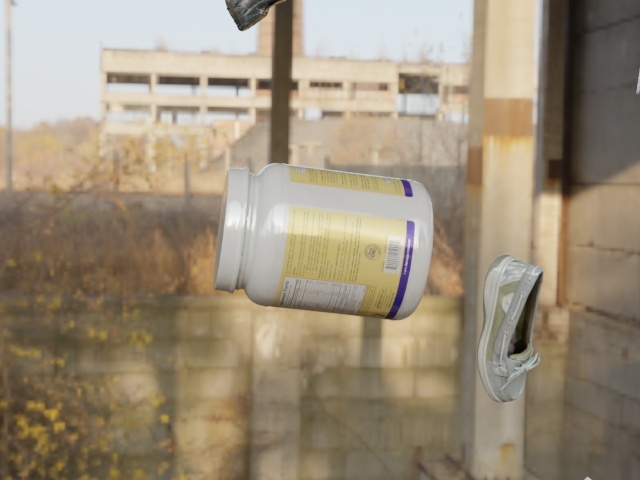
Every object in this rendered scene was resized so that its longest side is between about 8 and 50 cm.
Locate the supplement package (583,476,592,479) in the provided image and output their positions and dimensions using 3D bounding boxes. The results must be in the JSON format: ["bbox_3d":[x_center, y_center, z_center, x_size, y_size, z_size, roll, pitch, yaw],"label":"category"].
[{"bbox_3d":[0.429,0.537,1.701,0.149,0.194,0.203,39,-22,24],"label":"supplement package"}]

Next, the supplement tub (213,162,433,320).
[{"bbox_3d":[0.000,0.000,1.694,0.331,0.241,0.241,7,2,-8],"label":"supplement tub"}]

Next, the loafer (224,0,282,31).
[{"bbox_3d":[-0.082,-0.420,1.702,0.170,0.061,0.062,-36,4,4],"label":"loafer"}]

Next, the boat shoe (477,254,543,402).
[{"bbox_3d":[0.386,0.187,2.038,0.103,0.320,0.118,17,27,39],"label":"boat shoe"}]

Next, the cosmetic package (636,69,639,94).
[{"bbox_3d":[0.675,-0.261,1.754,0.239,0.060,0.099,14,-15,-3],"label":"cosmetic package"}]
